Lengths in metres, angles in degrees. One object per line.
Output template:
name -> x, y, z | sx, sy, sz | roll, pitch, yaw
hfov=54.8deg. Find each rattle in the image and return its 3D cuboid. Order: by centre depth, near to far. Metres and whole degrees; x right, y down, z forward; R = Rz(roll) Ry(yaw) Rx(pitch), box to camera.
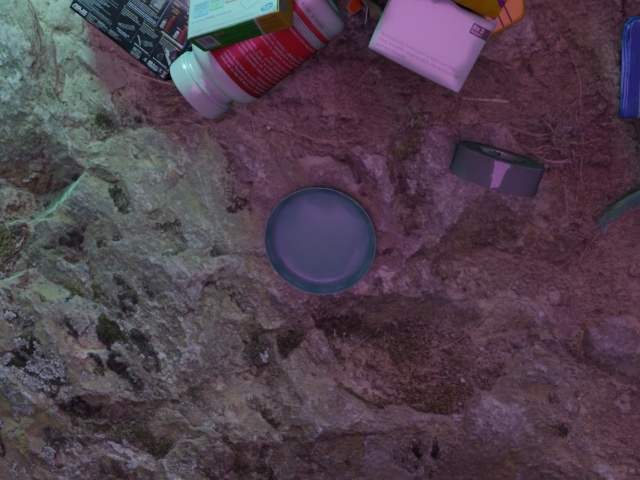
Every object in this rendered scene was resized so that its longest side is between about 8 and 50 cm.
rattle -> 0.128, -0.589, 1.440 | 0.142, 0.200, 0.130 | -28, 101, 17

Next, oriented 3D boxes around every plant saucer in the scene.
plant saucer -> 0.000, 0.000, 1.745 | 0.317, 0.044, 0.318 | 3, 110, 8

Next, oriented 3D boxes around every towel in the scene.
towel -> 0.893, -0.421, 1.471 | 0.335, 0.040, 0.244 | -3, 109, 9

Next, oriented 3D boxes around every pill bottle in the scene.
pill bottle -> -0.161, -0.486, 1.503 | 0.407, 0.229, 0.229 | -35, 101, 17

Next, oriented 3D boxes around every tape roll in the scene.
tape roll -> 0.435, -0.179, 1.525 | 0.219, 0.219, 0.072 | 16, 109, 3

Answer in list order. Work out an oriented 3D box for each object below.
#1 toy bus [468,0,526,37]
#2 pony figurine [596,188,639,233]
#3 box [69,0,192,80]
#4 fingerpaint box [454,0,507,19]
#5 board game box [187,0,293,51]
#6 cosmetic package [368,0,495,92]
toy bus -> 0.365, -0.651, 1.435 | 0.130, 0.108, 0.333 | -28, 103, 18
pony figurine -> 0.863, -0.147, 1.452 | 0.350, 0.303, 0.364 | -27, 119, -10
box -> -0.452, -0.604, 1.587 | 0.307, 0.076, 0.242 | 37, 110, -5
fingerpaint box -> 0.147, -0.650, 1.213 | 0.370, 0.445, 0.163 | 7, 127, -35
board game box -> -0.174, -0.601, 1.366 | 0.242, 0.064, 0.317 | -5, 76, 27
cosmetic package -> 0.234, -0.456, 1.372 | 0.217, 0.385, 0.156 | 27, 111, -1
